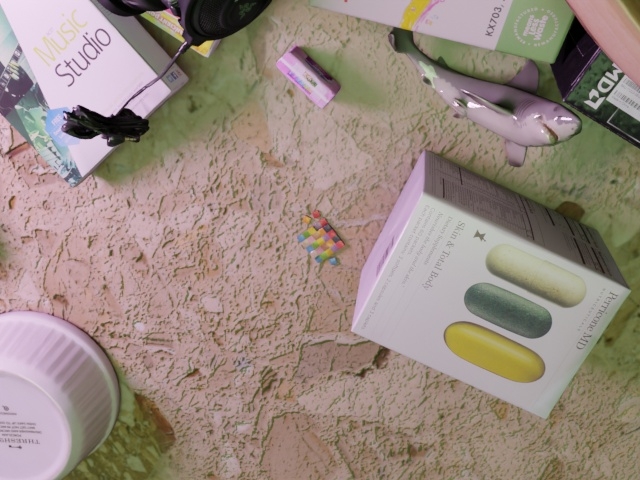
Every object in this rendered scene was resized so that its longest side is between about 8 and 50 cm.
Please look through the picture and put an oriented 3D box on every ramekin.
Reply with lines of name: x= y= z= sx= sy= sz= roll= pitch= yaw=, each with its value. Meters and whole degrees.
ramekin: x=-0.452 y=0.253 z=1.237 sx=0.273 sy=0.127 sz=0.273 roll=2 pitch=111 yaw=7

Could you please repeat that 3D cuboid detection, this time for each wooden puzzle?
wooden puzzle: x=0.000 y=0.000 z=1.144 sx=0.049 sy=0.006 sz=0.083 roll=-35 pitch=103 yaw=18

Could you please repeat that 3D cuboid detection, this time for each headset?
headset: x=-0.173 y=-0.296 z=0.878 sx=0.243 sy=0.185 sz=0.394 roll=23 pitch=104 yaw=24

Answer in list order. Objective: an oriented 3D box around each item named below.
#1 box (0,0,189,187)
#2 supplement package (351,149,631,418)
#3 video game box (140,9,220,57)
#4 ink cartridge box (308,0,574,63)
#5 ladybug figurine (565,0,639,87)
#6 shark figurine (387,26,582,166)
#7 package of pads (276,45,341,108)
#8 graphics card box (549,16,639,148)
box: x=-0.356 y=-0.253 z=1.045 sx=0.232 sy=0.058 sz=0.322 roll=-36 pitch=102 yaw=31
supplement package: x=0.203 y=0.048 z=1.031 sx=0.262 sy=0.198 sz=0.199 roll=25 pitch=111 yaw=-2
video game box: x=-0.178 y=-0.361 z=1.008 sx=0.205 sy=0.048 sz=0.187 roll=33 pitch=110 yaw=-5
ink cartridge box: x=0.111 y=-0.338 z=0.869 sx=0.353 sy=0.119 sz=0.207 roll=13 pitch=134 yaw=1
ladybug figurine: x=0.348 y=-0.269 z=0.661 sx=0.449 sy=0.162 sz=0.305 roll=49 pitch=146 yaw=-12
shark figurine: x=0.207 y=-0.200 z=1.008 sx=0.278 sy=0.166 sz=0.116 roll=37 pitch=81 yaw=18
package of pads: x=-0.015 y=-0.209 z=1.042 sx=0.083 sy=0.050 sz=0.032 roll=41 pitch=116 yaw=-8
graphics card box: x=0.436 y=-0.127 z=0.914 sx=0.371 sy=0.233 sz=0.094 roll=30 pitch=117 yaw=-3
